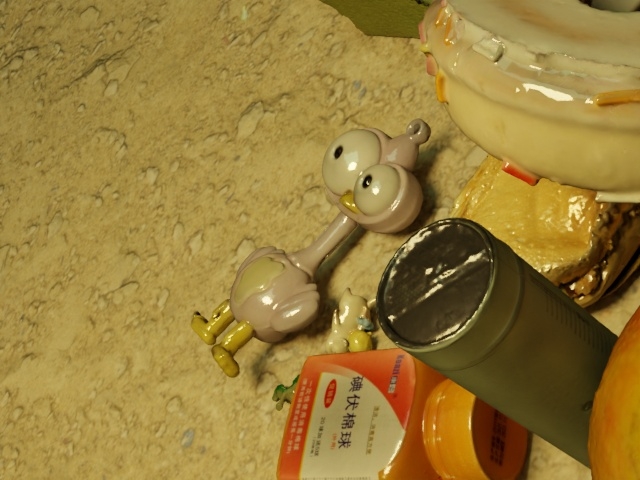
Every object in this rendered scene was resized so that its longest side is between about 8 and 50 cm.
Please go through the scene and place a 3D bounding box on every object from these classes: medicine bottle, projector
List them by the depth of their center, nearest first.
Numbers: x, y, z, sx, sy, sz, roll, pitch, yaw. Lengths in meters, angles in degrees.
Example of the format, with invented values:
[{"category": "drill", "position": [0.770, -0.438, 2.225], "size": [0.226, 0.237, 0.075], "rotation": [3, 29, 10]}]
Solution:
[{"category": "projector", "position": [0.184, 0.099, 0.909], "size": [0.108, 0.337, 0.108], "rotation": [-24, 49, 31]}, {"category": "medicine bottle", "position": [0.079, 0.186, 1.113], "size": [0.222, 0.112, 0.149], "rotation": [-10, 54, 39]}]

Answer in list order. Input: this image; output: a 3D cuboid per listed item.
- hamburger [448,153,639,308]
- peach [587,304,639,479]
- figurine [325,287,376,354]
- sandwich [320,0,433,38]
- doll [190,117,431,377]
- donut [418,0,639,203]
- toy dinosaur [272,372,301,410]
[{"category": "hamburger", "position": [0.225, -0.026, 1.142], "size": [0.213, 0.108, 0.214], "rotation": [-23, 48, 29]}, {"category": "peach", "position": [0.361, 0.146, 0.743], "size": [0.372, 0.290, 0.373], "rotation": [-20, 52, 28]}, {"category": "figurine", "position": [0.041, 0.095, 1.276], "size": [0.050, 0.047, 0.083], "rotation": [8, 70, 34]}, {"category": "sandwich", "position": [0.096, -0.308, 1.477], "size": [0.063, 0.245, 0.212], "rotation": [-63, 6, -8]}, {"category": "doll", "position": [0.001, 0.000, 1.342], "size": [0.365, 0.094, 0.160], "rotation": [-50, 34, 4]}, {"category": "donut", "position": [0.275, -0.162, 1.053], "size": [0.382, 0.142, 0.383], "rotation": [1, 31, -1]}, {"category": "toy dinosaur", "position": [-0.009, 0.158, 1.289], "size": [0.119, 0.029, 0.060], "rotation": [-33, 26, 17]}]
